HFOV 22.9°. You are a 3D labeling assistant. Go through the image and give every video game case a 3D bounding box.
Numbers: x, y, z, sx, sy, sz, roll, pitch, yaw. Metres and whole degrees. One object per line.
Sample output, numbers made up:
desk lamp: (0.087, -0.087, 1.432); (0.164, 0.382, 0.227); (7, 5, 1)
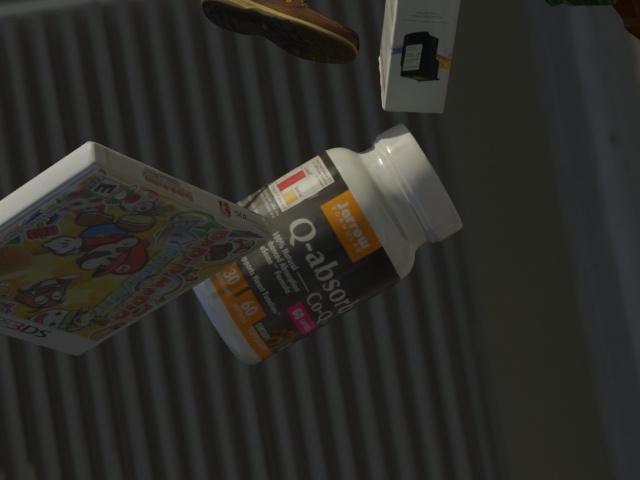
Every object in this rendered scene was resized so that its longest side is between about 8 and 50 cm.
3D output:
video game case: (-0.186, 0.015, 1.239); (0.206, 0.227, 0.026); (24, -137, -49)

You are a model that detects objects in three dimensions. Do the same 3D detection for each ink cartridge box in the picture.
ink cartridge box: (0.112, -0.250, 1.799); (0.127, 0.072, 0.175); (-91, 5, -49)

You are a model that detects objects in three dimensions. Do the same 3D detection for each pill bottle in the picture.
pill bottle: (0.000, 0.000, 1.684); (0.162, 0.278, 0.162); (59, -178, -3)

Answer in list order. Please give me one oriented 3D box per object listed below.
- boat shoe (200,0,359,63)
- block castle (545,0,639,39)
boat shoe: (-0.037, -0.242, 1.683); (0.064, 0.178, 0.060); (91, -157, -64)
block castle: (0.213, -0.262, 0.833); (0.213, 0.303, 0.453); (49, 179, -13)
